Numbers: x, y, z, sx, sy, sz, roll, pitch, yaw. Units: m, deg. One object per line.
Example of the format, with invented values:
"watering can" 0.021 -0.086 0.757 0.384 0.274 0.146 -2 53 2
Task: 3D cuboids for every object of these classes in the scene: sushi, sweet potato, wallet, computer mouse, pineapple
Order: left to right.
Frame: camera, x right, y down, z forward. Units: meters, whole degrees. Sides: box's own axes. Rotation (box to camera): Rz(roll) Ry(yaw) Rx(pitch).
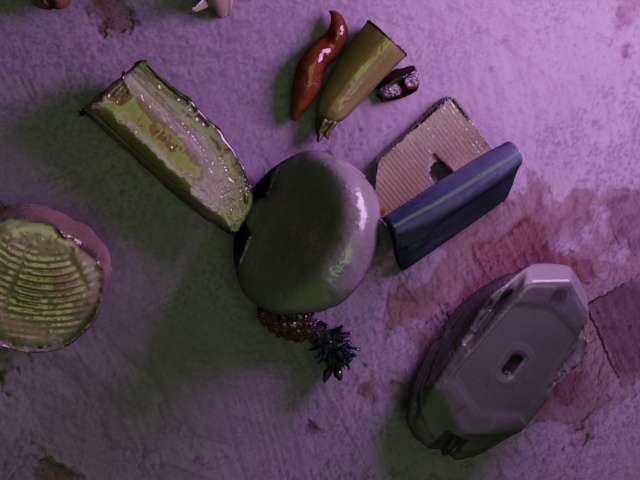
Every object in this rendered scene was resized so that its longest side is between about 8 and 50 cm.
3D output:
"pineapple" -0.030 0.162 1.836 0.221 0.103 0.083 37 124 -16
"sweet potato" -0.008 -0.303 1.782 0.055 0.058 0.202 29 94 6
"sushi" 0.138 -0.277 1.830 0.083 0.044 0.046 -23 125 -5
"wallet" 0.226 -0.056 1.767 0.251 0.290 0.054 -32 76 -3
"computer mouse" 0.324 0.210 1.894 0.228 0.145 0.429 28 105 -22

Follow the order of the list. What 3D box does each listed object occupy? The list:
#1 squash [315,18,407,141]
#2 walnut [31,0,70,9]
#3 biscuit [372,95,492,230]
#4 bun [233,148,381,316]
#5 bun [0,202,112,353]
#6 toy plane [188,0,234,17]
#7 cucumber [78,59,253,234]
"squash" 0.056 -0.266 1.786 0.094 0.094 0.224 34 96 -15
"walnut" -0.438 -0.424 1.663 0.079 0.082 0.096 0 92 19
"biscuit" 0.186 -0.130 1.854 0.250 0.046 0.147 -43 106 -3
"bun" 0.000 0.000 1.751 0.187 0.293 0.293 22 95 -48
"bun" -0.481 0.056 1.697 0.260 0.152 0.259 -4 112 -9
"toy plane" -0.189 -0.475 1.667 0.104 0.242 0.256 -36 136 -37
"cucumber" -0.241 -0.153 1.736 0.325 0.105 0.145 44 83 -13
